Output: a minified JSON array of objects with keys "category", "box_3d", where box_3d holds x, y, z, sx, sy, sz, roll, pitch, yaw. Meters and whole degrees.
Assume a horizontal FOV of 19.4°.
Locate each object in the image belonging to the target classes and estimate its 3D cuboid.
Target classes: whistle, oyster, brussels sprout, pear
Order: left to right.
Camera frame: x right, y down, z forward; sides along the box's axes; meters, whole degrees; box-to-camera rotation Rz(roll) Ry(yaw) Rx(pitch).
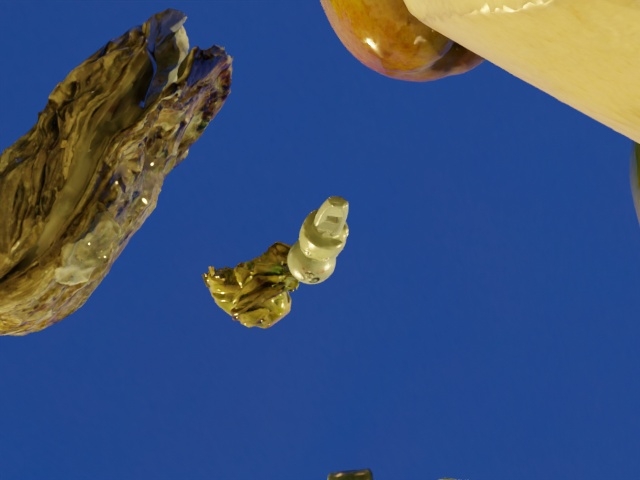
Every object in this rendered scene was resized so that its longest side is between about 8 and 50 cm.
[{"category":"oyster","box_3d":[-0.198,-0.045,1.478,0.351,0.162,0.158,-45,-128,-17]},{"category":"brussels sprout","box_3d":[-0.043,0.034,1.376,0.085,0.085,0.058,-23,-94,2]},{"category":"whistle","box_3d":[0.000,0.000,1.304,0.035,0.100,0.035,8,-123,-12]},{"category":"pear","box_3d":[0.083,-0.227,1.529,0.200,0.200,0.200,-4,-113,10]}]

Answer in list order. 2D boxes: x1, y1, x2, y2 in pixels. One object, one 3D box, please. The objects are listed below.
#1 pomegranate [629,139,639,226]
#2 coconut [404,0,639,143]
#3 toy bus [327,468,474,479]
[{"category":"pomegranate","box_3d":[0.376,-0.093,1.369,0.358,0.310,0.216,-40,-85,22]},{"category":"coconut","box_3d":[0.140,-0.137,0.610,0.241,0.241,0.241,-4,-113,10]},{"category":"toy bus","box_3d":[0.073,0.224,0.668,0.165,0.133,0.276,-6,-124,13]}]
